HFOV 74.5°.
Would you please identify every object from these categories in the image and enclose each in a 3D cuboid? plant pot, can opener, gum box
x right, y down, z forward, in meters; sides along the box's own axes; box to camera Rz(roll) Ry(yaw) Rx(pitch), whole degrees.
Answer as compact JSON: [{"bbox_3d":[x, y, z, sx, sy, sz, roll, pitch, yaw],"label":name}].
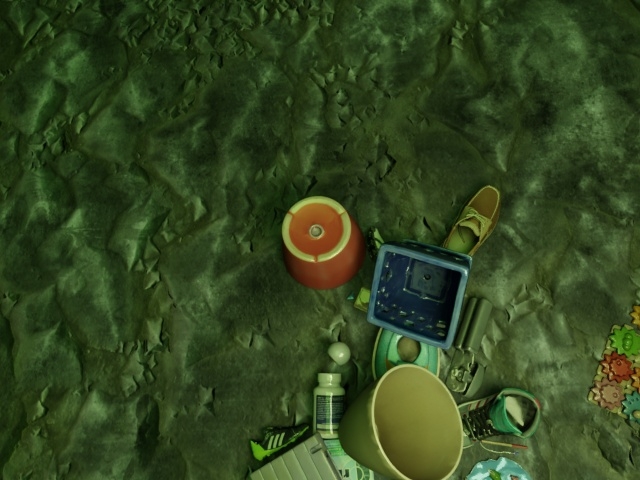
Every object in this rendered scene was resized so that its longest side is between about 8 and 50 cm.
[{"bbox_3d":[0.000,0.000,1.270,0.275,0.243,0.274,-2,74,6],"label":"plant pot"},{"bbox_3d":[0.448,0.312,1.233,0.095,0.076,0.283,29,76,-20],"label":"can opener"},{"bbox_3d":[0.284,0.124,1.162,0.236,0.212,0.235,16,108,23],"label":"plant pot"},{"bbox_3d":[0.163,0.474,1.059,0.257,0.274,0.256,15,55,-23],"label":"plant pot"},{"bbox_3d":[0.070,0.651,1.176,0.157,0.041,0.184,-7,72,4],"label":"gum box"}]

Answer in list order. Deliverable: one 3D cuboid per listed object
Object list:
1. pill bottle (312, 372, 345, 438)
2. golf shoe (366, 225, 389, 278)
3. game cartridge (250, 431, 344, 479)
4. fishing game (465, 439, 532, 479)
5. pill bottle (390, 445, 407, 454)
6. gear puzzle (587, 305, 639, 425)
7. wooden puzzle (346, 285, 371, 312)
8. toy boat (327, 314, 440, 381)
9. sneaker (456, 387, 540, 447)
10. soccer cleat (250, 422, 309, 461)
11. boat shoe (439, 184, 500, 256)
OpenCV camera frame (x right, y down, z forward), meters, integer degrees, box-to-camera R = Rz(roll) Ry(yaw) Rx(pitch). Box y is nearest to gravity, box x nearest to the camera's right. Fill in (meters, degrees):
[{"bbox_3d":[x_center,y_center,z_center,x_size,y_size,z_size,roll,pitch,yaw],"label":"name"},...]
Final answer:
[{"bbox_3d":[0.025,0.469,1.207,0.094,0.094,0.169,-1,74,6],"label":"pill bottle"},{"bbox_3d":[0.207,0.045,1.330,0.094,0.077,0.198,-14,79,-10],"label":"golf shoe"},{"bbox_3d":[-0.014,0.720,1.087,0.230,0.068,0.355,-36,70,12],"label":"game cartridge"},{"bbox_3d":[0.485,0.679,1.125,0.189,0.041,0.263,6,72,8],"label":"fishing game"},{"bbox_3d":[0.264,0.636,1.125,0.108,0.108,0.180,-27,73,-2],"label":"pill bottle"},{"bbox_3d":[0.894,0.334,1.180,0.176,0.044,0.338,25,78,13],"label":"gear puzzle"},{"bbox_3d":[0.149,0.189,1.319,0.116,0.014,0.078,31,75,13],"label":"wooden puzzle"},{"bbox_3d":[0.180,0.337,1.201,0.319,0.148,0.267,3,74,7],"label":"toy boat"},{"bbox_3d":[0.450,0.475,1.110,0.296,0.178,0.123,-24,68,-2],"label":"sneaker"},{"bbox_3d":[-0.120,0.564,1.214,0.179,0.060,0.072,-30,72,0],"label":"soccer cleat"},{"bbox_3d":[0.464,-0.032,1.293,0.123,0.120,0.324,30,79,13],"label":"boat shoe"}]
